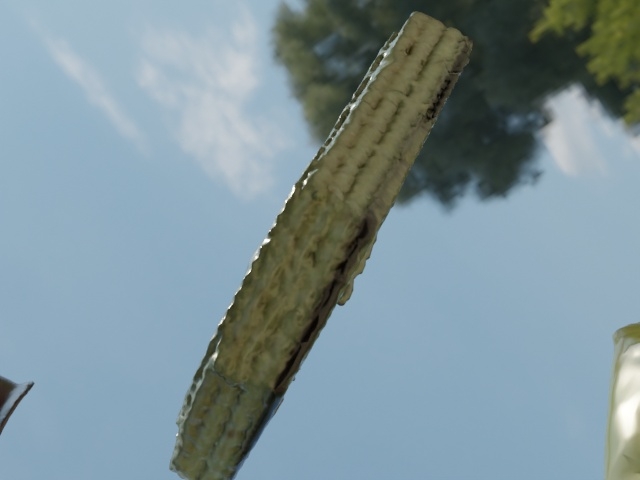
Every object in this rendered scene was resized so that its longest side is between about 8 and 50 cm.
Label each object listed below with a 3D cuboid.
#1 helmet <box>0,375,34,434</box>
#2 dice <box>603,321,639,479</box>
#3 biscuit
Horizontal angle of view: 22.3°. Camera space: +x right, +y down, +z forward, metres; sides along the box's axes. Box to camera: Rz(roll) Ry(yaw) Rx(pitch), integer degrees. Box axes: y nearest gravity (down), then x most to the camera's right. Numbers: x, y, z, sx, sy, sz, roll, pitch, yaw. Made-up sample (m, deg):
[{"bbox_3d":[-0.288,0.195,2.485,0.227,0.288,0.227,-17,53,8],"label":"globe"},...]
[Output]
[{"bbox_3d":[-0.265,0.137,1.026,0.106,0.155,0.175,30,-165,-13],"label":"helmet"},{"bbox_3d":[0.169,0.110,0.486,0.169,0.166,0.169,5,-94,-78],"label":"dice"},{"bbox_3d":[0.000,0.000,0.810,0.052,0.150,0.252,27,-140,2],"label":"biscuit"}]
